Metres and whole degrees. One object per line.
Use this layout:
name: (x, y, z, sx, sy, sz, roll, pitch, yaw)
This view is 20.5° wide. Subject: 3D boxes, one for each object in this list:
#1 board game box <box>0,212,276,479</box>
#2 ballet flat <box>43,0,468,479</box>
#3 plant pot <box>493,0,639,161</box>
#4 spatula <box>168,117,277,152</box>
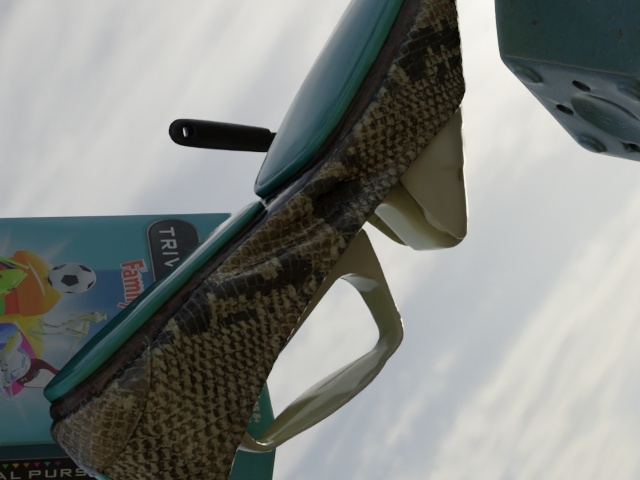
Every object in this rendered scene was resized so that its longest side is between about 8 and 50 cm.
board game box: (-0.218, 0.087, 1.349, 0.253, 0.336, 0.079, -105, 18, -48)
ballet flat: (0.000, 0.000, 1.271, 0.483, 0.182, 0.164, -54, 13, -26)
plant pot: (0.281, -0.195, 1.380, 0.248, 0.247, 0.252, 40, -106, -41)
spatula: (-0.030, -0.105, 1.885, 0.296, 0.030, 0.084, 1, -97, -30)
